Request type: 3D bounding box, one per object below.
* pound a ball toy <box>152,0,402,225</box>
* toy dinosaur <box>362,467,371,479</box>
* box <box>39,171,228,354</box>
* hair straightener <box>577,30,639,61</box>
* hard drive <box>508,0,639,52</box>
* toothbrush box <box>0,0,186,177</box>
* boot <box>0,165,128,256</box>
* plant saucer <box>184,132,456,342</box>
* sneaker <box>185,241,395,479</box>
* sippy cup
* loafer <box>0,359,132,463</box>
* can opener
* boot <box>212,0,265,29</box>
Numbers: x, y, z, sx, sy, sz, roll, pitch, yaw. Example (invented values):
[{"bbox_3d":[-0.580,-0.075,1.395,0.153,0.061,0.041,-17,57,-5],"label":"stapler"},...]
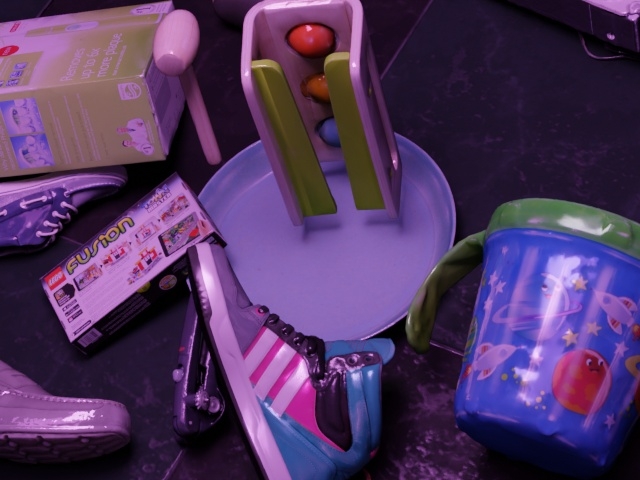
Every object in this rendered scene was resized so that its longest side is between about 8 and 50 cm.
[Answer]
[{"bbox_3d":[-0.037,-0.154,1.704,0.208,0.319,0.135,-4,55,11],"label":"pound a ball toy"},{"bbox_3d":[0.032,0.288,1.621,0.082,0.047,0.090,-34,21,0],"label":"toy dinosaur"},{"bbox_3d":[-0.216,0.025,1.817,0.207,0.036,0.114,-38,49,4],"label":"box"},{"bbox_3d":[0.398,-0.235,1.874,0.230,0.047,0.089,20,63,25],"label":"hair straightener"},{"bbox_3d":[0.320,-0.376,1.955,0.339,0.064,0.237,30,63,36],"label":"hard drive"},{"bbox_3d":[-0.318,-0.182,1.930,0.283,0.122,0.206,-6,32,11],"label":"toothbrush box"},{"bbox_3d":[-0.321,-0.033,1.909,0.190,0.069,0.086,-12,68,8],"label":"boot"},{"bbox_3d":[0.000,0.000,1.813,0.318,0.043,0.317,-7,54,10],"label":"plant saucer"},{"bbox_3d":[-0.017,0.118,1.643,0.178,0.124,0.295,-21,88,-9],"label":"sneaker"},{"bbox_3d":[0.243,0.108,1.581,0.240,0.305,0.224,30,72,-19],"label":"sippy cup"},{"bbox_3d":[-0.356,0.180,1.733,0.319,0.112,0.111,1,65,15],"label":"loafer"},{"bbox_3d":[-0.134,0.127,1.713,0.073,0.059,0.186,-9,69,42],"label":"can opener"},{"bbox_3d":[-0.074,-0.239,1.980,0.198,0.077,0.137,19,68,26],"label":"boot"}]
